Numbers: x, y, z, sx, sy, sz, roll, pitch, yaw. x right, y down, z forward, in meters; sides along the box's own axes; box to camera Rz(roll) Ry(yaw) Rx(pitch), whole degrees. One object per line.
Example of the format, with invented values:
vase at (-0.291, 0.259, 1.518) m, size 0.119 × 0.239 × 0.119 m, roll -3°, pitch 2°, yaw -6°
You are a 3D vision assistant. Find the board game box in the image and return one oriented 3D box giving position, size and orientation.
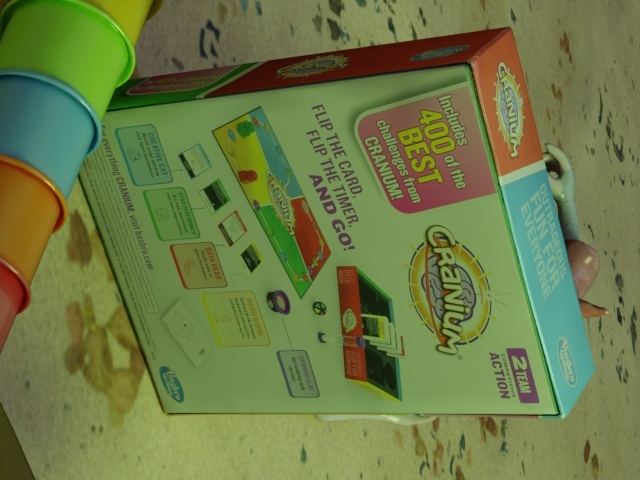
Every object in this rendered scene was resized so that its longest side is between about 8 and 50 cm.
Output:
board game box at (0.000, 0.000, 1.001) m, size 0.064 × 0.317 × 0.242 m, roll -43°, pitch 123°, yaw -50°

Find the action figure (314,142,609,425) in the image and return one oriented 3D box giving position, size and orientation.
action figure at (0.075, 0.058, 1.156) m, size 0.248 × 0.370 × 0.275 m, roll 0°, pitch 100°, yaw -26°

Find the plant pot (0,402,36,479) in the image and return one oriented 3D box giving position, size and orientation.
plant pot at (-0.237, 0.127, 0.624) m, size 0.212 × 0.212 × 0.187 m, roll 32°, pitch 43°, yaw -59°

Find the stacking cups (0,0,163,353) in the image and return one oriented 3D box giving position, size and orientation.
stacking cups at (-0.176, -0.048, 0.916) m, size 0.096 × 0.096 × 0.316 m, roll 54°, pitch 40°, yaw -46°
